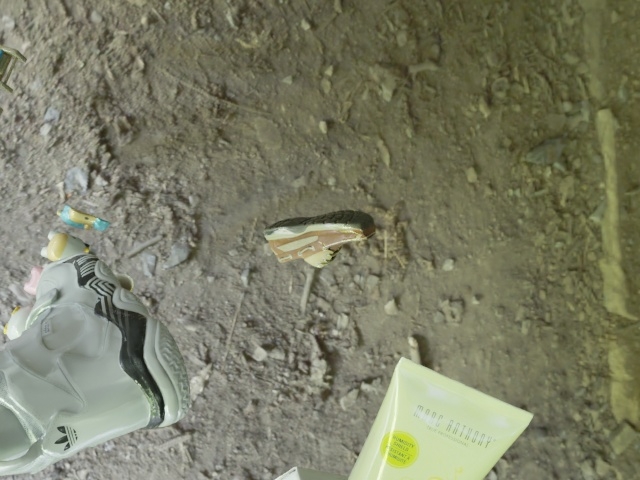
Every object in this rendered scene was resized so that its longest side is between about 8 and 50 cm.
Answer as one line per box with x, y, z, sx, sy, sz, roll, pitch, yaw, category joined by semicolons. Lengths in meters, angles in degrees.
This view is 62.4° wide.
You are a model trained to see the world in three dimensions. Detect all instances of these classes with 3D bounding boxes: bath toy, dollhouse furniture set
-0.629;0.096;1.271;0.129;0.151;0.348;22;84;-5;bath toy
-0.705;-0.327;1.038;0.129;0.129;0.183;17;79;4;dollhouse furniture set

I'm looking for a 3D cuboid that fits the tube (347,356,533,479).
0.042;0.193;0.363;0.070;0.062;0.240;11;112;-42;tube

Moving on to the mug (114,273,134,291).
-0.522;0.134;1.374;0.062;0.064;0.078;21;50;-9;mug

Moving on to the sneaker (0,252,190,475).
-0.324;0.126;0.615;0.210;0.366;0.137;-18;119;-38;sneaker

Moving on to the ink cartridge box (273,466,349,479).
0.044;0.377;0.570;0.115;0.198;0.273;-40;137;15;ink cartridge box

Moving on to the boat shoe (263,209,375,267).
0.000;0.000;1.303;0.122;0.324;0.120;-26;105;-44;boat shoe
